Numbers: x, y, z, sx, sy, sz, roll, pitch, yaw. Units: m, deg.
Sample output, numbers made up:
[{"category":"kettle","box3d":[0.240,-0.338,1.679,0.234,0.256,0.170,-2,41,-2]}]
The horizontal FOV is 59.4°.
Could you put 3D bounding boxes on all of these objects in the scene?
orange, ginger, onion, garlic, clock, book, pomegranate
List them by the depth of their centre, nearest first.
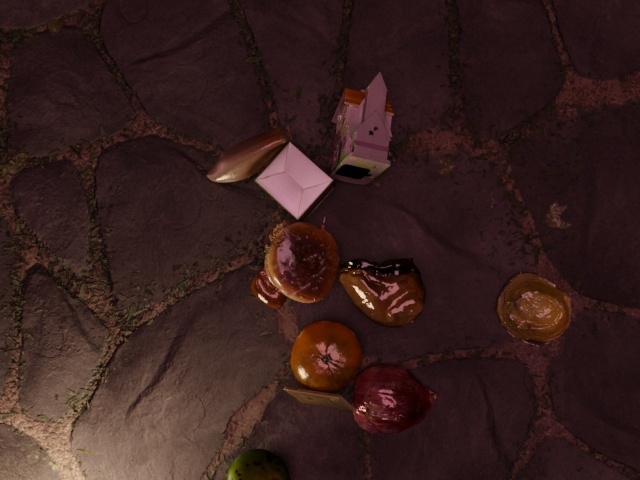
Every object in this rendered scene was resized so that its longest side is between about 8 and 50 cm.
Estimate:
[{"category":"ginger","box3d":[0.198,0.168,1.776,0.270,0.200,0.222,-4,82,0]},{"category":"book","box3d":[-0.002,0.502,1.782,0.199,0.138,0.016,1,59,27]},{"category":"clock","box3d":[0.132,-0.363,1.794,0.166,0.235,0.309,12,76,-12]},{"category":"orange","box3d":[0.019,0.374,1.796,0.240,0.171,0.239,0,89,4]},{"category":"pomegranate","box3d":[-0.216,0.779,1.801,0.263,0.211,0.210,-21,85,44]},{"category":"onion","box3d":[0.242,0.516,1.802,0.284,0.120,0.226,-4,92,4]},{"category":"garlic","box3d":[-0.227,-0.283,1.852,0.318,0.143,0.112,-31,115,21]}]

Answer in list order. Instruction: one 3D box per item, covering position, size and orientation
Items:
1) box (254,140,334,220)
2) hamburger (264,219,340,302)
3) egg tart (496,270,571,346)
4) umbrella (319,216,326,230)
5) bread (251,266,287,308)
[{"category":"box","box3d":[-0.079,-0.186,1.837,0.195,0.148,0.177,42,92,4]},{"category":"hamburger","box3d":[-0.057,0.059,1.803,0.243,0.146,0.285,-25,99,-12]},{"category":"egg tart","box3d":[0.691,0.221,1.798,0.232,0.098,0.252,-28,90,6]},{"category":"umbrella","box3d":[0.000,0.000,1.886,0.027,0.025,0.165,10,91,-26]},{"category":"bread","box3d":[-0.165,0.154,1.883,0.129,0.044,0.126,32,89,8]}]
